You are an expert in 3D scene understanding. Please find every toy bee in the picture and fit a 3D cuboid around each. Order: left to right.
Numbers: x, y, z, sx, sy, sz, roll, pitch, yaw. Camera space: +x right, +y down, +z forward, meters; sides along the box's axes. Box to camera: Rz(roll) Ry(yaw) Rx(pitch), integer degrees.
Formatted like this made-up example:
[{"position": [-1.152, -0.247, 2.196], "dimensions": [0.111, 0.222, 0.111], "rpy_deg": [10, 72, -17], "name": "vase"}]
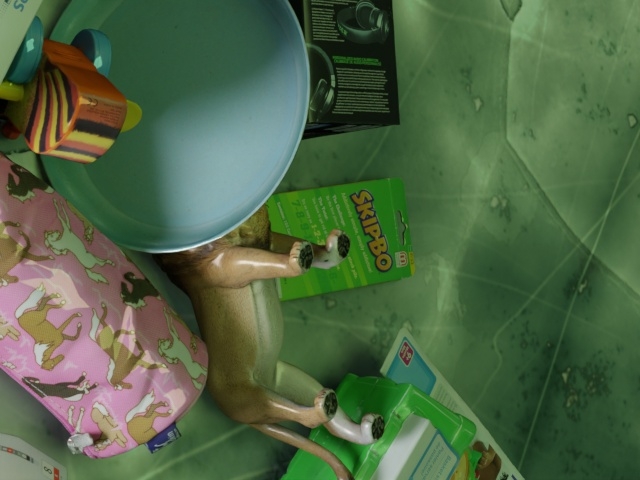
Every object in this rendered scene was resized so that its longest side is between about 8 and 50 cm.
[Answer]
[{"position": [-0.272, -0.148, 1.628], "dimensions": [0.195, 0.298, 0.162], "rpy_deg": [21, 116, -15], "name": "toy bee"}]

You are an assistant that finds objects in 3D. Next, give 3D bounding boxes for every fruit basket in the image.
[{"position": [0.115, 0.332, 1.905], "dimensions": [0.353, 0.165, 0.327], "rpy_deg": [50, 60, -28], "name": "fruit basket"}]

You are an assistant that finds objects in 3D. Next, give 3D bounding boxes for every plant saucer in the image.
[{"position": [-0.147, -0.143, 1.669], "dimensions": [0.043, 0.317, 0.318], "rpy_deg": [14, 76, -65], "name": "plant saucer"}]

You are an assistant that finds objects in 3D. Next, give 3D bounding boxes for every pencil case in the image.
[{"position": [-0.282, 0.052, 1.623], "dimensions": [0.386, 0.160, 0.167], "rpy_deg": [48, 31, -25], "name": "pencil case"}]

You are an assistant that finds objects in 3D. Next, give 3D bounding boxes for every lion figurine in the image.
[{"position": [-0.079, 0.086, 1.754], "dimensions": [0.142, 0.240, 0.392], "rpy_deg": [-26, 113, -54], "name": "lion figurine"}]

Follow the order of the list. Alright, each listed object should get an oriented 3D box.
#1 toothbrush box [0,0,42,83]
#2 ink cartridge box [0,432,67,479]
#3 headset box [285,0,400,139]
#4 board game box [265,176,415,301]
[{"position": [-0.380, -0.179, 1.482], "dimensions": [0.122, 0.283, 0.206], "rpy_deg": [35, 68, -31], "name": "toothbrush box"}, {"position": [-0.322, 0.234, 1.597], "dimensions": [0.179, 0.045, 0.145], "rpy_deg": [43, 19, -30], "name": "ink cartridge box"}, {"position": [-0.048, -0.251, 1.763], "dimensions": [0.131, 0.246, 0.283], "rpy_deg": [-1, 89, -41], "name": "headset box"}, {"position": [0.000, 0.000, 1.918], "dimensions": [0.259, 0.039, 0.124], "rpy_deg": [-9, 93, -35], "name": "board game box"}]
